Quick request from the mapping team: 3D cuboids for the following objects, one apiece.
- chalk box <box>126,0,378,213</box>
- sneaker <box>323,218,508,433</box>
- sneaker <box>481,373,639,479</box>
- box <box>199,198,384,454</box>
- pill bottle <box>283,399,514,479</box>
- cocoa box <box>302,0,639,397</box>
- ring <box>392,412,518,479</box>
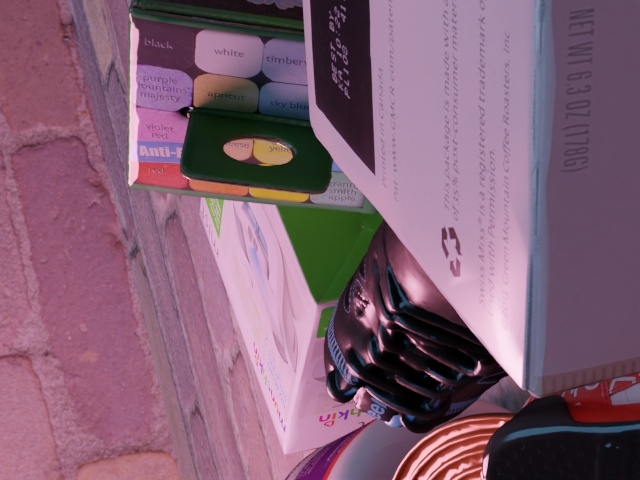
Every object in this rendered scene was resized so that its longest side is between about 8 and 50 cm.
[{"bbox_3d":[-0.030,-0.136,1.105,0.179,0.180,0.289,100,177,-54],"label":"chalk box"},{"bbox_3d":[0.072,0.039,0.847,0.125,0.139,0.341,32,175,4],"label":"sneaker"},{"bbox_3d":[0.211,0.069,0.708,0.270,0.145,0.090,-8,108,40],"label":"sneaker"},{"bbox_3d":[0.000,0.000,1.389,0.231,0.127,0.262,103,151,-54],"label":"box"},{"bbox_3d":[0.059,0.220,1.217,0.323,0.181,0.181,132,125,-72],"label":"pill bottle"},{"bbox_3d":[0.127,-0.166,0.567,0.231,0.228,0.347,-125,27,-56],"label":"cocoa box"},{"bbox_3d":[0.152,0.244,0.901,0.336,0.032,0.336,32,137,35],"label":"ring"}]
